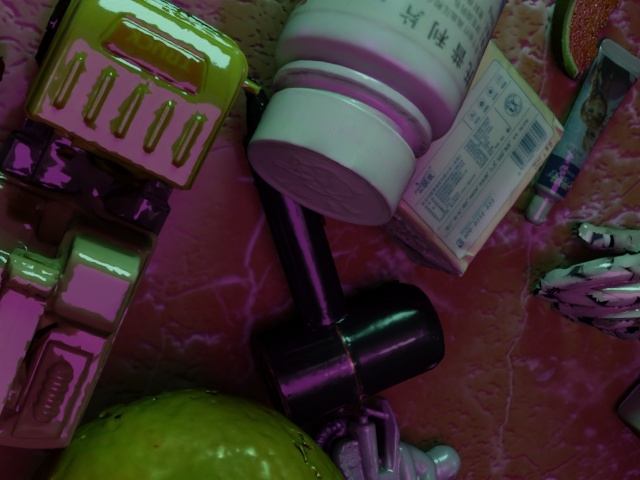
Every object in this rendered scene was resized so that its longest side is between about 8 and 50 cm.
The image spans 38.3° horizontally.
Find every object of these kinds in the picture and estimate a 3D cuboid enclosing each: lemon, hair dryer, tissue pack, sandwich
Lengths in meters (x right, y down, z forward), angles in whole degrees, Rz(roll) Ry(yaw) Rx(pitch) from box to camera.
[{"bbox_3d":[-0.127,0.320,0.858,0.350,0.349,0.387,-6,149,-16],"label":"lemon"},{"bbox_3d":[0.000,0.000,0.928,0.189,0.107,0.352,-20,107,-14],"label":"hair dryer"},{"bbox_3d":[0.129,-0.085,0.920,0.148,0.092,0.196,45,74,-25],"label":"tissue pack"},{"bbox_3d":[0.278,-0.240,0.973,0.067,0.029,0.135,15,101,-28],"label":"sandwich"}]

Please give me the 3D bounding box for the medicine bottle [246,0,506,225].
[{"bbox_3d":[0.055,-0.172,0.800,0.170,0.170,0.293,32,74,-24],"label":"medicine bottle"}]

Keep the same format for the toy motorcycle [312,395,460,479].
[{"bbox_3d":[0.090,0.290,1.049,0.171,0.110,0.260,-32,108,-24],"label":"toy motorcycle"}]

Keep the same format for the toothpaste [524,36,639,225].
[{"bbox_3d":[0.282,-0.115,1.013,0.062,0.037,0.216,28,92,-23],"label":"toothpaste"}]

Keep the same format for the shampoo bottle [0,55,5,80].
[{"bbox_3d":[-0.344,-0.017,0.742,0.076,0.118,0.314,21,81,-20],"label":"shampoo bottle"}]

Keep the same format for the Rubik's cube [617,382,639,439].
[{"bbox_3d":[0.637,0.237,1.074,0.347,0.346,0.344,-46,116,1],"label":"Rubik's cube"}]

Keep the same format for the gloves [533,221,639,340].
[{"bbox_3d":[0.351,0.052,1.053,0.212,0.111,0.127,-3,113,-25],"label":"gloves"}]

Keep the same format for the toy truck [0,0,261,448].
[{"bbox_3d":[-0.209,-0.018,0.769,0.181,0.254,0.405,26,95,-19],"label":"toy truck"}]
